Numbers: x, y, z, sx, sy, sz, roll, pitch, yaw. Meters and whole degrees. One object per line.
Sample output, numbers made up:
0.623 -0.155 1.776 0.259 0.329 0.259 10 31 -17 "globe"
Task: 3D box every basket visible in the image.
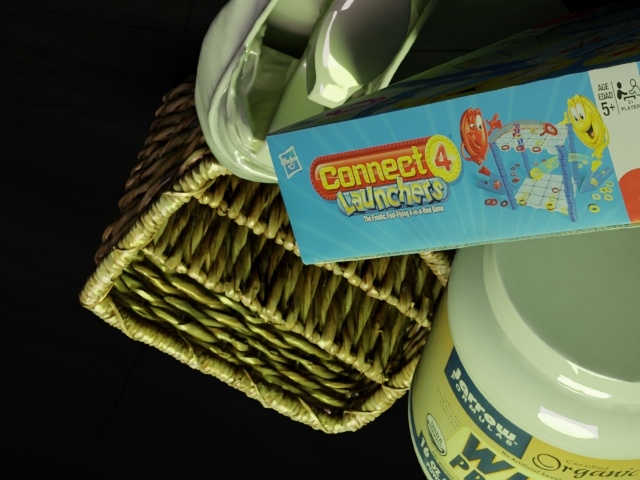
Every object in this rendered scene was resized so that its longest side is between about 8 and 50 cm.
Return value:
-0.010 0.009 1.588 0.299 0.223 0.213 31 156 -24 "basket"

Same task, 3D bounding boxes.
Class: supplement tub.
0.196 0.083 1.412 0.228 0.228 0.316 18 151 4 "supplement tub"

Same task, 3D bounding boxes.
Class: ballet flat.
-0.003 -0.124 1.265 0.139 0.139 0.400 23 143 -8 "ballet flat"

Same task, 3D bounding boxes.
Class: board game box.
0.180 -0.085 1.123 0.302 0.308 0.086 -8 103 49 "board game box"
